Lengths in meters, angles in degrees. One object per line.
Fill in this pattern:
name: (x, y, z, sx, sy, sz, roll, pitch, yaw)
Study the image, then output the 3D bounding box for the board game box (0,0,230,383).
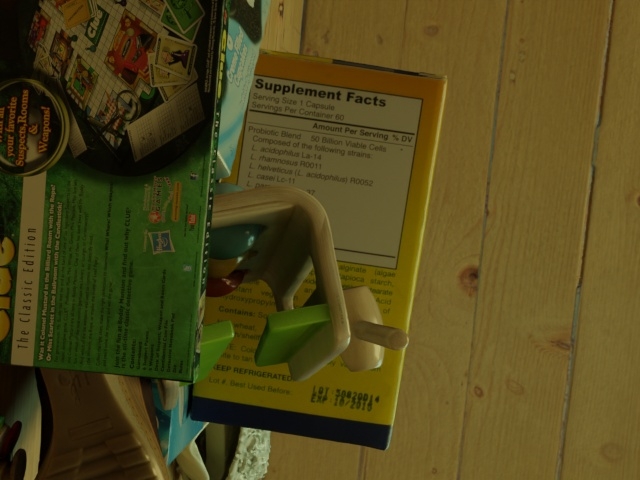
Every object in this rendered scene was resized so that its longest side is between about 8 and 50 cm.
board game box: (-0.123, -0.057, 0.607, 0.030, 0.136, 0.259, -96, -168, -85)

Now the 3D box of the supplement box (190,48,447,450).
supplement box: (0.000, 0.000, 1.111, 0.195, 0.194, 0.356, -71, 170, -83)

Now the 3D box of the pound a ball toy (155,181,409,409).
pound a ball toy: (-0.034, 0.039, 0.856, 0.319, 0.208, 0.135, 121, -44, -76)

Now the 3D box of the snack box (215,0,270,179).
snack box: (-0.103, -0.214, 0.811, 0.322, 0.060, 0.187, -82, 152, -42)

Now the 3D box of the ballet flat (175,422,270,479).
ballet flat: (-0.122, 0.190, 1.353, 0.147, 0.147, 0.409, -81, 175, -50)

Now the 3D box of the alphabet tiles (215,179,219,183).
alphabet tiles: (-0.133, -0.079, 0.987, 0.284, 0.021, 0.278, 92, 20, -62)

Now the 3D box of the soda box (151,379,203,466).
soda box: (-0.157, 0.161, 1.069, 0.210, 0.067, 0.071, 5, 91, -88)

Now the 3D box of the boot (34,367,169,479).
boot: (-0.140, 0.117, 0.763, 0.207, 0.090, 0.248, -86, 167, -86)

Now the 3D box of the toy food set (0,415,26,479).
toy food set: (-0.197, 0.147, 0.670, 0.082, 0.020, 0.083, -80, 174, -64)
